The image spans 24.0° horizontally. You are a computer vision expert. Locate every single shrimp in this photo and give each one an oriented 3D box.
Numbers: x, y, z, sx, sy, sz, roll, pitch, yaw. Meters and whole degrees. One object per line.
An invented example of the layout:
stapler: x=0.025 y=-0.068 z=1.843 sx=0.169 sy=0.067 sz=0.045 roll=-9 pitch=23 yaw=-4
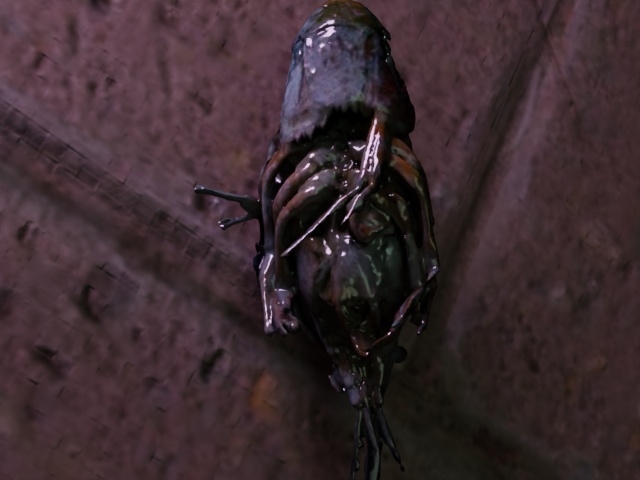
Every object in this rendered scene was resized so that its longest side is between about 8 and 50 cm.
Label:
shrimp: x=0.000 y=-0.002 z=1.097 sx=0.172 sy=0.137 sz=0.372 roll=-1 pitch=67 yaw=4
